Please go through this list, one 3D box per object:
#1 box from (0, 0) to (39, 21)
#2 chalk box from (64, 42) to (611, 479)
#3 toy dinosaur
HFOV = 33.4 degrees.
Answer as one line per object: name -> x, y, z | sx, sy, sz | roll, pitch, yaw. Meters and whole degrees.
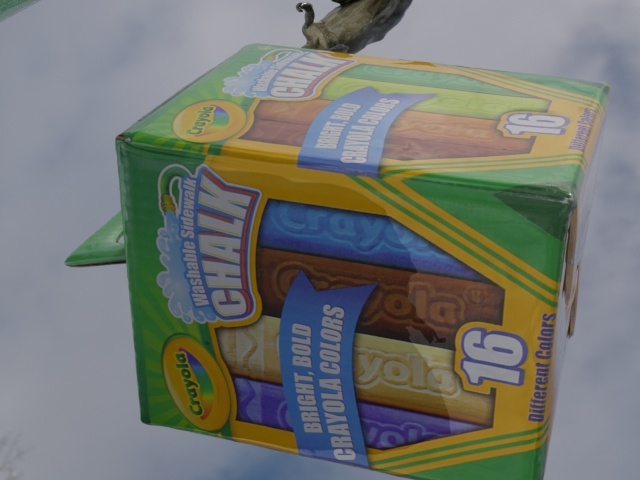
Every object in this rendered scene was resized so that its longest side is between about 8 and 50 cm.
box -> -0.219, -0.235, 0.450 | 0.262, 0.127, 0.231 | 51, -30, -1
chalk box -> 0.000, 0.000, 0.605 | 0.288, 0.180, 0.179 | 9, -61, 15
toy dinosaur -> 0.048, -0.197, 0.827 | 0.268, 0.118, 0.064 | -35, -116, -11
